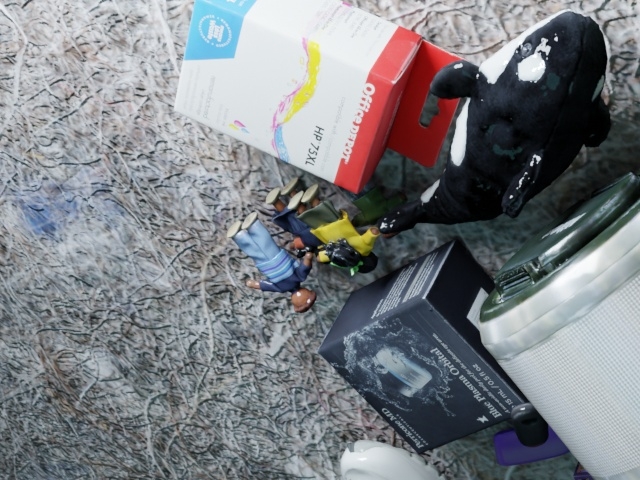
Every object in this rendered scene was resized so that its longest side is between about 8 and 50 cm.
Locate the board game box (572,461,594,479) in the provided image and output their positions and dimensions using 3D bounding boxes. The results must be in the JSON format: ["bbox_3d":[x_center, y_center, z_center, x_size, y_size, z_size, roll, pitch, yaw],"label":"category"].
[{"bbox_3d":[0.351,0.273,1.425,0.141,0.048,0.170,-14,119,36],"label":"board game box"}]

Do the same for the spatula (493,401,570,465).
[{"bbox_3d":[0.198,0.179,1.335,0.084,0.030,0.296,-11,165,7],"label":"spatula"}]

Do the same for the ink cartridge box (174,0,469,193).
[{"bbox_3d":[-0.001,-0.134,1.244,0.231,0.078,0.134,24,135,8],"label":"ink cartridge box"}]

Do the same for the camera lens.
[{"bbox_3d":[0.280,0.094,1.158,0.274,0.219,0.219,51,134,-1],"label":"camera lens"}]

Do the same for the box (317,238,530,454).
[{"bbox_3d":[0.112,0.106,1.381,0.156,0.093,0.158,46,135,-14],"label":"box"}]

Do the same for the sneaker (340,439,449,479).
[{"bbox_3d":[0.093,0.344,1.572,0.111,0.129,0.297,-5,124,34],"label":"sneaker"}]

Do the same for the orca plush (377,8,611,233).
[{"bbox_3d":[0.140,-0.064,1.186,0.151,0.102,0.287,30,138,-24],"label":"orca plush"}]

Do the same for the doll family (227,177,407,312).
[{"bbox_3d":[0.000,0.000,1.369,0.193,0.076,0.111,-20,120,45],"label":"doll family"}]
